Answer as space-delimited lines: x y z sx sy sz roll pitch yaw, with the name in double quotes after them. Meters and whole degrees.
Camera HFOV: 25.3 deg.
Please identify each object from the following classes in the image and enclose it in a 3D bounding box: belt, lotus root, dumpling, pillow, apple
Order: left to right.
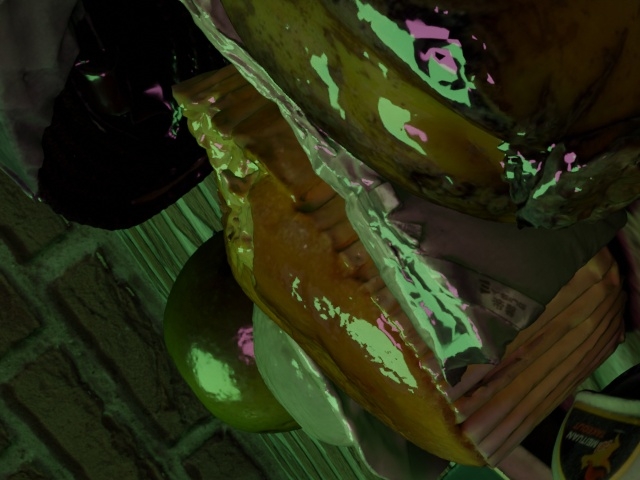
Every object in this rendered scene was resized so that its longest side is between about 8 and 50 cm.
-0.154 -0.147 0.873 0.164 0.184 0.289 51 165 32 "belt"
-0.050 0.084 1.275 0.196 0.157 0.196 55 178 3 "apple"
0.021 0.099 1.054 0.166 0.126 0.216 -112 5 -52 "dumpling"
0.023 -0.068 0.553 0.230 0.050 0.148 53 -145 3 "pillow"
0.032 -0.086 0.453 0.209 0.120 0.120 48 169 18 "lotus root"

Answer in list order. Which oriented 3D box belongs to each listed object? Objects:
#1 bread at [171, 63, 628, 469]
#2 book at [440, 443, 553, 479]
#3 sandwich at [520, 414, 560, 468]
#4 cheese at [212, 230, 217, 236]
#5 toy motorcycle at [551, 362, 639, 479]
0.031 0.000 0.709 0.250 0.133 0.179 45 172 38 "bread"
0.193 0.244 1.006 0.264 0.031 0.379 38 168 10 "book"
0.118 0.107 0.952 0.093 0.035 0.105 57 170 -31 "sandwich"
-0.062 0.069 1.502 0.177 0.069 0.270 47 169 24 "cheese"
0.144 0.126 0.567 0.091 0.157 0.263 44 171 -9 "toy motorcycle"
